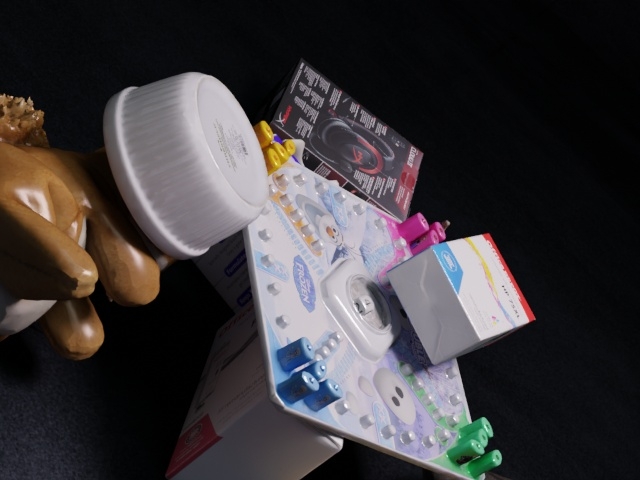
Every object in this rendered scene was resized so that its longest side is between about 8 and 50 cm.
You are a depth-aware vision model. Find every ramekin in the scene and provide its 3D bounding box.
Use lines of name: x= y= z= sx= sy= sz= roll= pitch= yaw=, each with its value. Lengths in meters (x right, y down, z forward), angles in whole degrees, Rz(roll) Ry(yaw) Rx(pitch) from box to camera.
ramekin: x=-0.144 y=-0.092 z=1.608 sx=0.207 sy=0.109 sz=0.207 roll=55 pitch=22 yaw=-34

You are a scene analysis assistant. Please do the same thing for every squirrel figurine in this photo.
squirrel figurine: x=-0.334 y=-0.060 z=1.642 sx=0.397 sy=0.281 sz=0.370 roll=45 pitch=37 yaw=8

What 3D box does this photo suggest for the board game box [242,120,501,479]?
board game box: x=0.061 y=0.078 z=1.756 sx=0.390 sy=0.050 sz=0.390 roll=27 pitch=40 yaw=-42

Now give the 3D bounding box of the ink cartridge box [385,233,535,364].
ink cartridge box: x=0.191 y=0.069 z=1.830 sx=0.231 sy=0.078 sz=0.134 roll=-11 pitch=72 yaw=-60

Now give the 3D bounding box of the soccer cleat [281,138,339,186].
soccer cleat: x=0.000 y=0.000 z=2.067 sx=0.116 sy=0.143 sz=0.331 roll=-15 pitch=66 yaw=-53

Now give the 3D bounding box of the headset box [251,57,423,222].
headset box: x=0.030 y=-0.121 z=2.258 sx=0.293 sy=0.110 sz=0.218 roll=36 pitch=35 yaw=-13

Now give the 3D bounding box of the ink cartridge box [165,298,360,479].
ink cartridge box: x=-0.059 y=0.178 z=1.755 sx=0.117 sy=0.207 sz=0.283 roll=38 pitch=33 yaw=-16

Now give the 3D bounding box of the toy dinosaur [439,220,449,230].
toy dinosaur: x=0.147 y=0.042 z=2.128 sx=0.295 sy=0.127 sz=0.200 roll=75 pitch=-2 yaw=-51

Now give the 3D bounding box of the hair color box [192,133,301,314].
hair color box: x=-0.033 y=0.044 z=1.947 sx=0.339 sy=0.185 sz=0.110 roll=50 pitch=33 yaw=6

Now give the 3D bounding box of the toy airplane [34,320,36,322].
toy airplane: x=-0.323 y=0.056 z=1.761 sx=0.151 sy=0.028 sz=0.151 roll=27 pitch=37 yaw=-23

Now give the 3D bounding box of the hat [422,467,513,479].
hat: x=0.232 y=0.431 z=1.862 sx=0.331 sy=0.134 sz=0.331 roll=34 pitch=16 yaw=-11
